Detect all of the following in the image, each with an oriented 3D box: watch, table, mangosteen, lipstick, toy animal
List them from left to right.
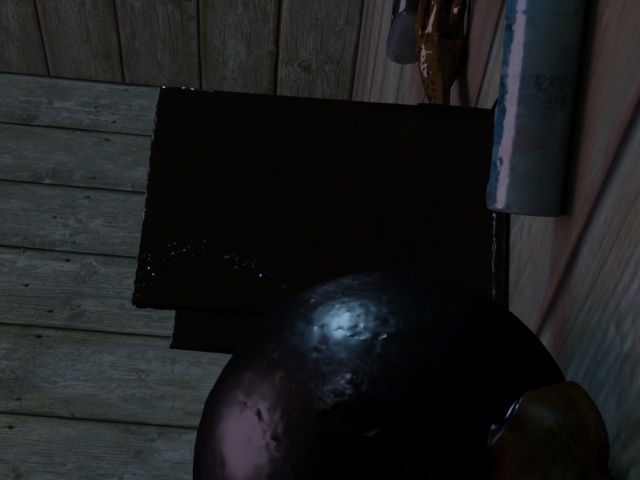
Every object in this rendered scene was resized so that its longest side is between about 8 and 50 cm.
[{"bbox_3d":[0.000,0.000,0.766,0.250,0.281,0.196,97,177,-75],"label":"table"},{"bbox_3d":[0.133,-0.369,1.224,0.206,0.068,0.193,92,-178,-73],"label":"watch"},{"bbox_3d":[0.053,0.131,0.420,0.250,0.211,0.211,41,133,49],"label":"mangosteen"},{"bbox_3d":[0.130,-0.195,0.906,0.149,0.054,0.276,110,168,-74],"label":"toy animal"},{"bbox_3d":[0.131,-0.094,0.515,0.048,0.048,0.158,-94,9,-83],"label":"lipstick"}]
